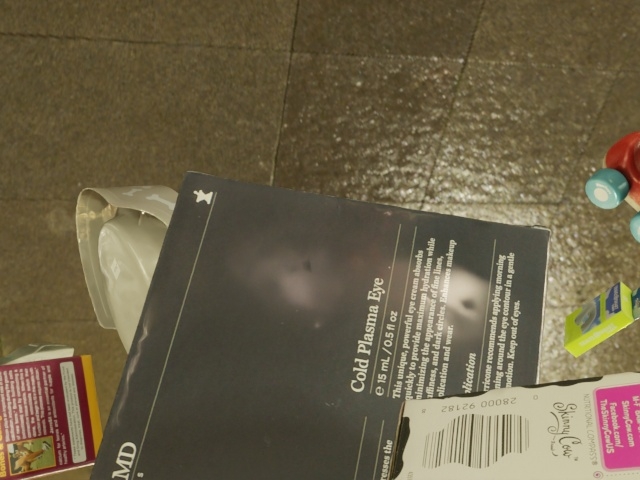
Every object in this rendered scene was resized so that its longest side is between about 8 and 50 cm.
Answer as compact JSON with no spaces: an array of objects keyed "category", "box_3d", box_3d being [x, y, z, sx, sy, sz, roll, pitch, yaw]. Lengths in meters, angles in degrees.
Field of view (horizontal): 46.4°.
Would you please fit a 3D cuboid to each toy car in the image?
[{"category":"toy car","box_3d":[0.647,-0.149,1.349,0.219,0.210,0.238,-37,162,-25]}]

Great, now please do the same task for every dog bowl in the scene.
[{"category":"dog bowl","box_3d":[-0.220,0.083,1.015,0.102,0.349,0.349,-19,136,-30]}]

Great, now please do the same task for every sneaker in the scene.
[{"category":"sneaker","box_3d":[-0.406,0.180,1.013,0.152,0.053,0.061,-18,108,-46]}]

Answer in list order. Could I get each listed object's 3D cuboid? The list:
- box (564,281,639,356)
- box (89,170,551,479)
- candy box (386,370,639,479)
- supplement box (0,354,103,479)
[{"category":"box","box_3d":[0.607,0.165,1.606,0.042,0.109,0.178,39,126,-8]},{"category":"box","box_3d":[0.005,0.148,0.628,0.312,0.343,0.179,11,157,6]},{"category":"candy box","box_3d":[0.164,0.134,0.321,0.233,0.071,0.159,-13,118,21]},{"category":"supplement box","box_3d":[-0.303,0.171,0.673,0.188,0.104,0.081,-2,163,-39]}]
